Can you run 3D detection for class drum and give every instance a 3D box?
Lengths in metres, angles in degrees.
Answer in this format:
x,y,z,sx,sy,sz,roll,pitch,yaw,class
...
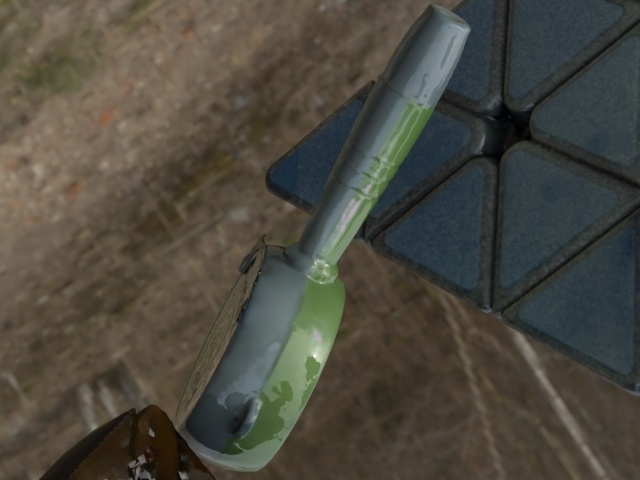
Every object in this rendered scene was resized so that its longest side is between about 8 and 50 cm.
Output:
x,y,z,sx,sy,sz,roll,pitch,yaw,class
-0.003,0.011,0.745,0.253,0.049,0.130,-58,-170,34,drum

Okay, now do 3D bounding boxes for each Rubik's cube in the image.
x,y,z,sx,sy,sz,roll,pitch,yaw,class
0.143,-0.039,0.900,0.228,0.233,0.229,-37,177,-23,Rubik's cube

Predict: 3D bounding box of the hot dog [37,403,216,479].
x,y,z,sx,sy,sz,roll,pitch,yaw,class
-0.005,0.222,0.670,0.107,0.326,0.194,-32,-174,44,hot dog
